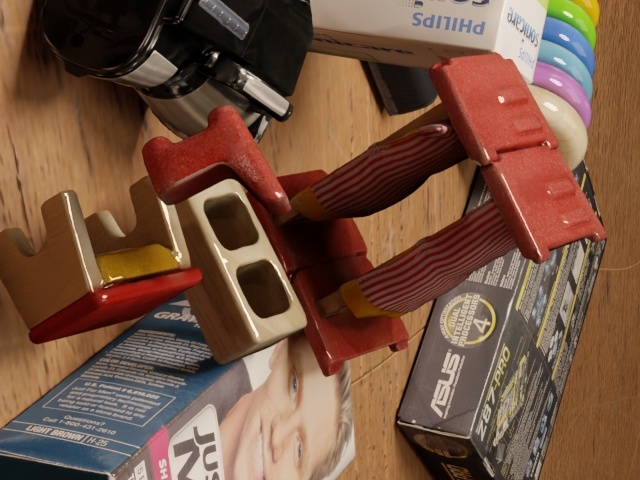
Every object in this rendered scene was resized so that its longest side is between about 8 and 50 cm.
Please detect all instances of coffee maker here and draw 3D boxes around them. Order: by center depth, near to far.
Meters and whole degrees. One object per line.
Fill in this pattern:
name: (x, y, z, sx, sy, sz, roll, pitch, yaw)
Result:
coffee maker: (-0.086, -0.161, 1.097, 0.178, 0.120, 0.171, 35, 58, -66)

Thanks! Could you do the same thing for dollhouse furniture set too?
dollhouse furniture set: (0.000, 0.000, 1.115, 0.374, 0.201, 0.152, -15, 76, -55)

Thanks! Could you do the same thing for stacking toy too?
stacking toy: (0.251, -0.227, 1.844, 0.141, 0.141, 0.330, 71, 33, -51)

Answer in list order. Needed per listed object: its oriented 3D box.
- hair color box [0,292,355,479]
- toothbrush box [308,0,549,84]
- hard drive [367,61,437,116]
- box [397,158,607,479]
hair color box: (-0.092, 0.150, 1.216, 0.347, 0.105, 0.174, -41, 133, -56)
toothbrush box: (0.079, -0.279, 1.304, 0.122, 0.206, 0.283, 21, 80, -68)
hard drive: (0.105, -0.257, 1.572, 0.172, 0.054, 0.255, 63, 43, -56)
box: (0.221, 0.094, 1.959, 0.318, 0.097, 0.395, 59, 47, -61)
